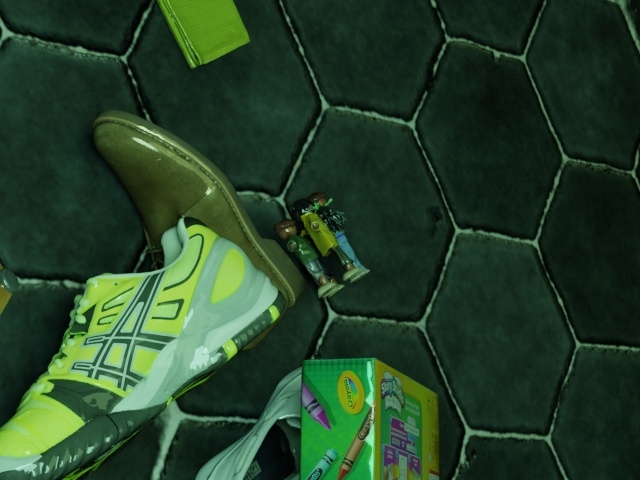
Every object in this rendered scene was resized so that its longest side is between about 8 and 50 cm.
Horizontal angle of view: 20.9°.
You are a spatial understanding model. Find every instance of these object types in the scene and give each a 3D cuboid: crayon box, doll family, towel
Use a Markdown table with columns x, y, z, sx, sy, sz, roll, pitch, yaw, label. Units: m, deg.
| x | y | z | sx | sy | sz | roll | pitch | yaw | label |
| --- | --- | --- | --- | --- | --- | --- | --- | --- | --- |
| 0.057 | 0.226 | 1.841 | 0.278 | 0.081 | 0.165 | 36 | 53 | -68 | crayon box |
| 0.000 | 0.000 | 1.925 | 0.076 | 0.193 | 0.111 | -35 | 84 | 0 | doll family |
| -0.157 | -0.315 | 1.928 | 0.102 | 0.021 | 0.237 | -32 | 101 | -42 | towel |

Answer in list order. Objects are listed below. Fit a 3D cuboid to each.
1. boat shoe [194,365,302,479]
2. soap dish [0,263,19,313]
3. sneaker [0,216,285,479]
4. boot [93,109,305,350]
| x | y | z | sx | sy | sz | roll | pitch | yaw | label |
| --- | --- | --- | --- | --- | --- | --- | --- | --- | --- |
| -0.027 | 0.215 | 1.855 | 0.095 | 0.084 | 0.258 | 56 | 49 | -16 | boat shoe |
| -0.385 | 0.047 | 1.475 | 0.229 | 0.118 | 0.291 | 56 | 21 | -19 | soap dish |
| -0.211 | 0.123 | 1.680 | 0.384 | 0.145 | 0.147 | -38 | 88 | -35 | sneaker |
| -0.142 | -0.006 | 1.805 | 0.305 | 0.112 | 0.115 | 49 | 61 | -24 | boot |
